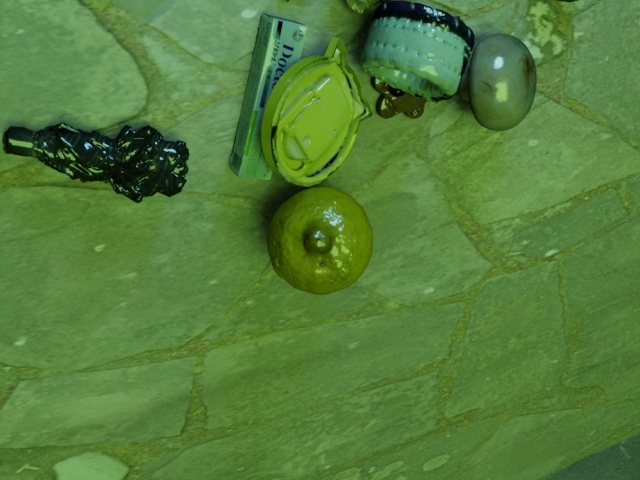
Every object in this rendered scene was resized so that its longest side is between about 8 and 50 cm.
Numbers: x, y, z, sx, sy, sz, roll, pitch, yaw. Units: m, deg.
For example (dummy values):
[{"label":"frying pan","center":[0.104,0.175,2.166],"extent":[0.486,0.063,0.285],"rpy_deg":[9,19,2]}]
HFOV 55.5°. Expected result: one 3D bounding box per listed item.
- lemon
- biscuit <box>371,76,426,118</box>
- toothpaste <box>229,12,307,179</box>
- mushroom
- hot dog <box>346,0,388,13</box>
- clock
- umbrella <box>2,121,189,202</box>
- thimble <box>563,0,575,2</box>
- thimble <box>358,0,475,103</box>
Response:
[{"label":"lemon","center":[0.000,0.000,1.371],"extent":[0.245,0.320,0.245],"rpy_deg":[0,93,2]},{"label":"biscuit","center":[0.230,-0.379,1.433],"extent":[0.236,0.039,0.180],"rpy_deg":[-28,124,-13]},{"label":"toothpaste","center":[-0.115,-0.296,1.287],"extent":[0.081,0.067,0.337],"rpy_deg":[3,116,-31]},{"label":"mushroom","center":[0.417,-0.375,1.453],"extent":[0.226,0.178,0.227],"rpy_deg":[-27,123,-51]},{"label":"hot dog","center":[0.132,-0.559,1.248],"extent":[0.213,0.103,0.146],"rpy_deg":[-21,146,-2]},{"label":"clock","center":[-0.019,-0.260,1.311],"extent":[0.293,0.071,0.277],"rpy_deg":[-49,142,-20]},{"label":"umbrella","center":[-0.418,-0.173,1.171],"extent":[0.336,0.128,0.154],"rpy_deg":[19,109,-30]},{"label":"thimble","center":[0.572,-0.627,1.430],"extent":[0.135,0.090,0.119],"rpy_deg":[2,113,-25]},{"label":"thimble","center":[0.194,-0.397,1.274],"extent":[0.237,0.237,0.150],"rpy_deg":[18,94,-33]}]
